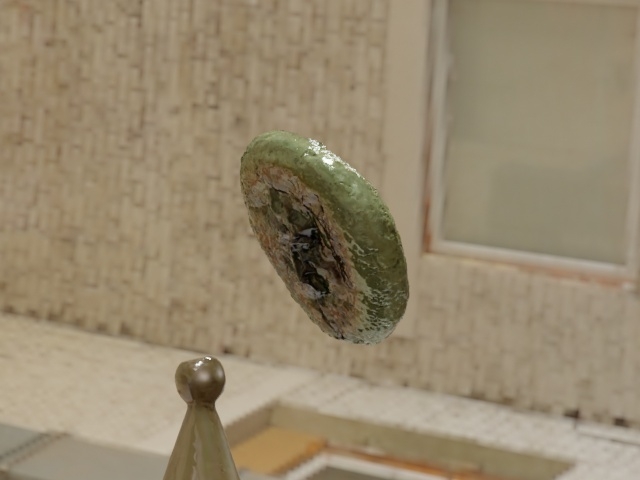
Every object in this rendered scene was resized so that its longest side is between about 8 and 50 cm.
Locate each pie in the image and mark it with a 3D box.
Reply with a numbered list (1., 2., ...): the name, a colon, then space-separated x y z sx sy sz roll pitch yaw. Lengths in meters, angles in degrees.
1. pie: -0.001 0.000 0.624 0.021 0.084 0.084 -33 -52 -29

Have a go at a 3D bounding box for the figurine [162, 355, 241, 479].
1. figurine: -0.041 0.234 0.572 0.207 0.166 0.387 -8 -91 -56
